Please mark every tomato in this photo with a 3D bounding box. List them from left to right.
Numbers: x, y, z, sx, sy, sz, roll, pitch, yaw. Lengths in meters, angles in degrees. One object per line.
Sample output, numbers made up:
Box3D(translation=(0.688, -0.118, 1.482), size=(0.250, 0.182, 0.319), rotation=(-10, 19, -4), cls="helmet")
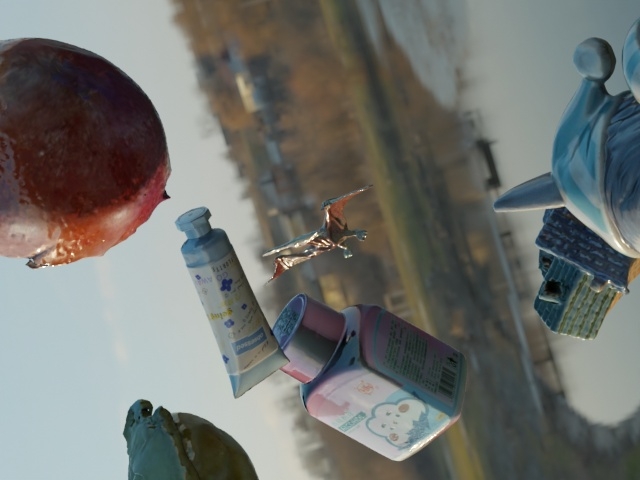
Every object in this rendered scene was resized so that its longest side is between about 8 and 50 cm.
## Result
Box3D(translation=(-0.337, -0.124, 1.754), size=(0.176, 0.335, 0.290), rotation=(117, 170, -49), cls="tomato")

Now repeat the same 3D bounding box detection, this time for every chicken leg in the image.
Box3D(translation=(-0.120, 0.344, 1.611), size=(0.429, 0.152, 0.201), rotation=(-127, 34, -60), cls="chicken leg")

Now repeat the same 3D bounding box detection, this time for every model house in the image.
Box3D(translation=(0.362, 0.031, 1.956), size=(0.172, 0.166, 0.183), rotation=(-44, -25, -51), cls="model house")

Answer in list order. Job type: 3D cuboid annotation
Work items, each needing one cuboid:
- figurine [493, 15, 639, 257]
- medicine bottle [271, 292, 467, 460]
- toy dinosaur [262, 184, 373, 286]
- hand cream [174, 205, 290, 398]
Box3D(translation=(0.353, -0.096, 1.626), size=(0.361, 0.377, 0.266), rotation=(49, -149, -33), cls="figurine")
Box3D(translation=(0.041, 0.131, 1.434), size=(0.188, 0.119, 0.094), rotation=(30, -136, -16), cls="medicine bottle")
Box3D(translation=(0.000, -0.001, 1.744), size=(0.108, 0.220, 0.032), rotation=(3, -130, -44), cls="toy dinosaur")
Box3D(translation=(-0.081, 0.051, 1.237), size=(0.043, 0.065, 0.171), rotation=(14, 131, 55), cls="hand cream")
